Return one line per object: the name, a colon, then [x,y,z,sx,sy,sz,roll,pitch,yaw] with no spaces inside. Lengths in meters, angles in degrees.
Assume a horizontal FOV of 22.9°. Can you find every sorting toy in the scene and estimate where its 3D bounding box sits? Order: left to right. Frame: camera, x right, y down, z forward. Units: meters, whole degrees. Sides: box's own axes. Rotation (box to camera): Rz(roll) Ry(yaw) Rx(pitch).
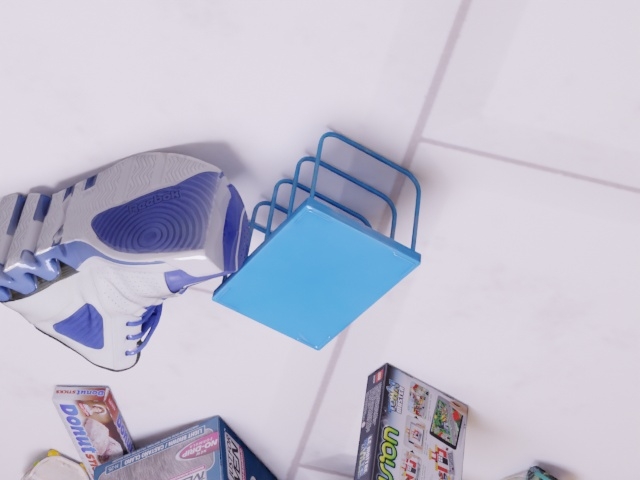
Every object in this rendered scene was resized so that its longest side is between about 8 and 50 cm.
sorting toy: [-0.323,0.289,1.894,0.083,0.045,0.075,30,143,-24]

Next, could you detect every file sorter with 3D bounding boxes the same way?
file sorter: [0.000,0.000,1.437,0.118,0.104,0.170,27,137,-19]

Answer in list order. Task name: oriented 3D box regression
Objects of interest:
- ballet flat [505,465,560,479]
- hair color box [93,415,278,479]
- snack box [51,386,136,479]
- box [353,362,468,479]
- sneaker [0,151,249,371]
ballet flat: [0.213,0.311,1.807,0.070,0.070,0.188,24,136,-17]
hair color box: [-0.104,0.366,1.867,0.173,0.105,0.347,-24,132,15]
snack box: [-0.253,0.227,1.819,0.064,0.022,0.178,1,140,13]
box: [0.091,0.238,1.621,0.114,0.207,0.036,29,136,-21]
sneaker: [-0.184,0.029,1.508,0.315,0.127,0.182,-9,141,31]
